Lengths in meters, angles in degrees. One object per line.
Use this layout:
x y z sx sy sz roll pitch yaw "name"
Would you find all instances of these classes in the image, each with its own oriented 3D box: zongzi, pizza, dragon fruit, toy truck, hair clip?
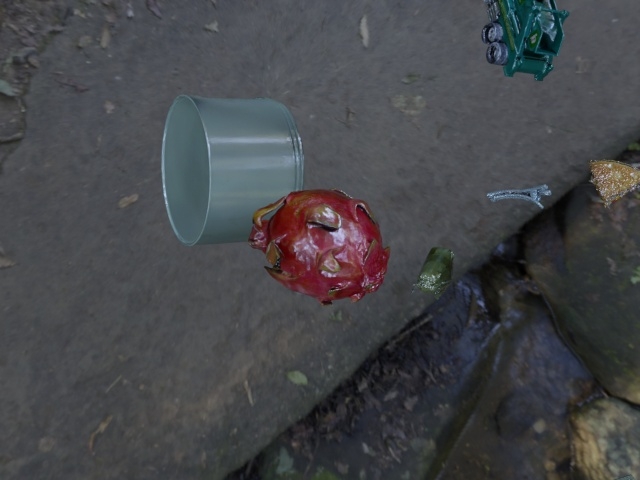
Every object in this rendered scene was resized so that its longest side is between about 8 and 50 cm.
0.213 0.100 1.420 0.062 0.154 0.130 15 125 17 "zongzi"
0.519 -0.112 1.326 0.100 0.029 0.099 -33 57 -8 "pizza"
0.000 0.000 0.822 0.166 0.136 0.133 14 73 28 "dragon fruit"
0.338 -0.381 1.223 0.110 0.116 0.216 1 71 -28 "toy truck"
0.358 -0.076 1.346 0.030 0.115 0.039 41 60 -40 "hair clip"

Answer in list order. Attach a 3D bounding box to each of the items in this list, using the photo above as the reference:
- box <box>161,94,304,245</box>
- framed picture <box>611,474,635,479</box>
-0.141 -0.108 1.137 0.149 0.226 0.226 -4 102 -29 "box"
0.578 0.586 1.378 0.211 0.289 0.020 -10 130 -14 "framed picture"
